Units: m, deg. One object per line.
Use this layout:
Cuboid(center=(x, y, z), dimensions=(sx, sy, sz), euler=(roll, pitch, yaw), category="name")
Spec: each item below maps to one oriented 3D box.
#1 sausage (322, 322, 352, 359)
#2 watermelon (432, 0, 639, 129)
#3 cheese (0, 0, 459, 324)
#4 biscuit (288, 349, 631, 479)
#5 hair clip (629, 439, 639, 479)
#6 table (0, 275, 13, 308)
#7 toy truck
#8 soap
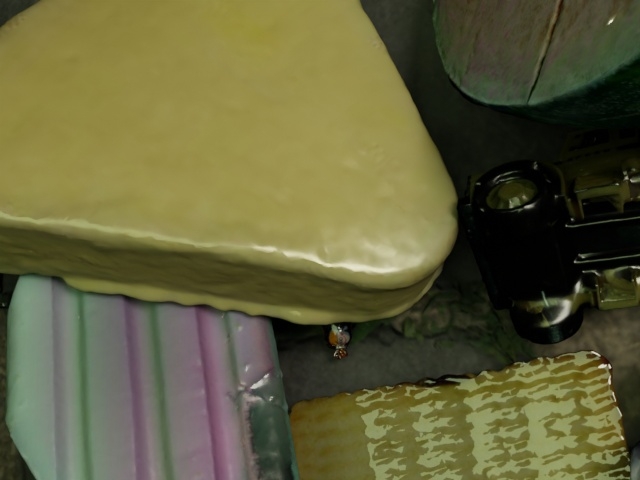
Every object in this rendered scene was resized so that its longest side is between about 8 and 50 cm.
Cuboid(center=(0.000, 0.000, 0.635), dimensions=(0.028, 0.025, 0.198), euler=(-4, 76, -22), category="sausage")
Cuboid(center=(0.224, -0.158, 0.416), dimensions=(0.319, 0.222, 0.292), euler=(122, 152, -48), category="watermelon")
Cuboid(center=(-0.058, -0.074, 0.564), dimensions=(0.384, 0.104, 0.383), euler=(1, 65, -3), category="cheese")
Cuboid(center=(0.101, 0.183, 0.564), dimensions=(0.255, 0.029, 0.172), euler=(-13, 77, 22), category="biscuit")
Cuboid(center=(0.316, 0.110, 0.463), dimensions=(0.257, 0.075, 0.146), euler=(-22, 70, 14), category="hair clip")
Cuboid(center=(-0.488, -0.061, 0.688), dimensions=(0.272, 0.335, 0.222), euler=(0, 82, 23), category="table")
Cuboid(center=(0.223, -0.025, 0.486), dimensions=(0.257, 0.127, 0.127), euler=(-13, 39, 19), category="toy truck")
Cuboid(center=(-0.134, 0.087, 0.594), dimensions=(0.193, 0.109, 0.323), euler=(-8, 61, -9), category="soap")
